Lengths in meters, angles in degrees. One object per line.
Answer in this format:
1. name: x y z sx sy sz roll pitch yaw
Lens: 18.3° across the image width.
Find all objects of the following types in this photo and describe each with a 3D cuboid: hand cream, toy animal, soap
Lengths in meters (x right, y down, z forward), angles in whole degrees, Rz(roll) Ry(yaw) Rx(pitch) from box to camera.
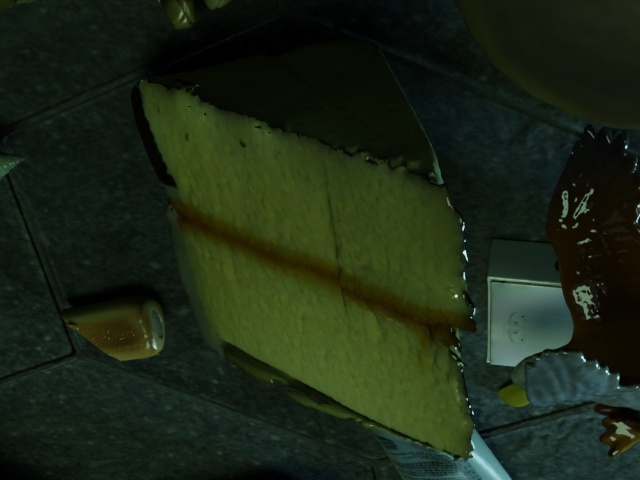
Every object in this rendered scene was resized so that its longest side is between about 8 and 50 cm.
1. hand cream: 0.121 0.213 2.015 0.124 0.077 0.340 -6 146 21
2. toy animal: 0.312 0.082 1.672 0.284 0.225 0.302 9 147 3
3. soap: 0.208 0.141 1.929 0.034 0.012 0.089 31 138 -23

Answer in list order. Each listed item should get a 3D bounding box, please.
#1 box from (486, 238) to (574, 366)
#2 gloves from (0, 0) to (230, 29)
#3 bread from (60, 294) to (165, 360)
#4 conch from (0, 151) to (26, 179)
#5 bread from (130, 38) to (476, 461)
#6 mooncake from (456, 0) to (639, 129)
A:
1. box: 0.216 0.062 1.799 0.129 0.051 0.130 5 140 9
2. gloves: -0.150 -0.235 1.454 0.331 0.141 0.154 -4 114 34
3. bread: -0.199 0.087 1.934 0.103 0.049 0.062 -12 102 28
4. conch: -0.331 -0.063 1.786 0.180 0.088 0.065 -6 96 30
5. bread: -0.009 0.030 1.581 0.242 0.405 0.345 -13 120 2
6. mooncake: 0.231 -0.222 1.355 0.284 0.155 0.284 8 140 6
